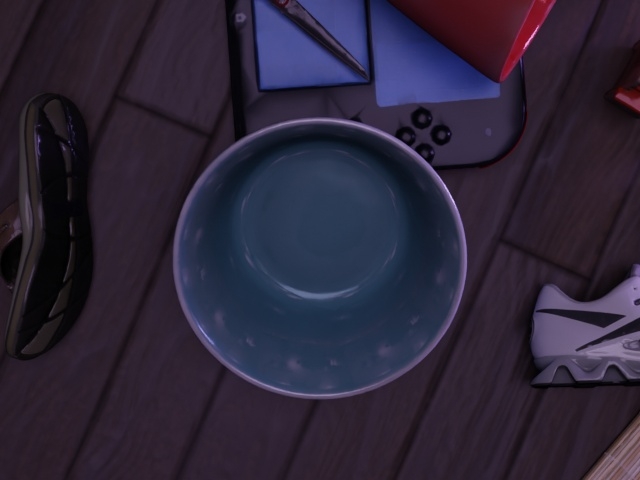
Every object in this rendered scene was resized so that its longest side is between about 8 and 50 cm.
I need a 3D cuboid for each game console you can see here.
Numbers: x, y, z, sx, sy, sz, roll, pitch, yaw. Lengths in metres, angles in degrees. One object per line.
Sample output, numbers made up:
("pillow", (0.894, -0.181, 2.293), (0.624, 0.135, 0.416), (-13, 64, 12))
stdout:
("game console", (0.060, -0.268, 1.427), (0.341, 0.060, 0.387), (-4, 91, -3))

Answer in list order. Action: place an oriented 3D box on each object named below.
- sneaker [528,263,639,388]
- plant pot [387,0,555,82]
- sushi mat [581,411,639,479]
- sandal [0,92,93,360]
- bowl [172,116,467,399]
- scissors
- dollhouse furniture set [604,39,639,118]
("sneaker", (0.408, 0.097, 1.416), (0.330, 0.122, 0.146), (0, 78, 3))
("plant pot", (0.149, -0.339, 1.287), (0.243, 0.275, 0.275), (29, 89, 8))
("sushi mat", (0.396, 0.308, 1.475), (0.151, 0.019, 0.316), (41, 89, -4))
("sandal", (-0.324, -0.016, 1.398), (0.086, 0.120, 0.303), (3, 89, 25))
("bowl", (0.000, 0.000, 1.355), (0.311, 0.163, 0.312), (0, 108, 1))
("scissors", (-0.064, -0.282, 1.404), (0.109, 0.021, 0.297), (-33, 90, 1))
("dollhouse furniture set", (0.468, -0.137, 1.412), (0.259, 0.135, 0.262), (30, 89, -3))
